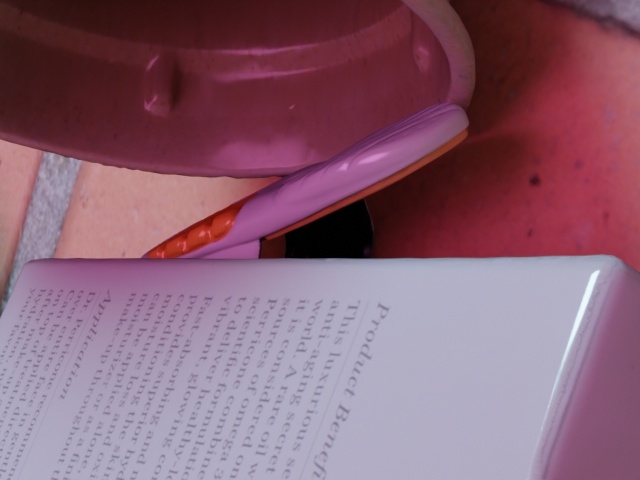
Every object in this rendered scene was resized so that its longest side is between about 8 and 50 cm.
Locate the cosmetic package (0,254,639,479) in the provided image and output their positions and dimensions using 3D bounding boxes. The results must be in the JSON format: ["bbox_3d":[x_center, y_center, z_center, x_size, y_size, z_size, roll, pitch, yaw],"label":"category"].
[{"bbox_3d":[-0.017,0.139,0.702,0.453,0.161,0.230,0,64,56],"label":"cosmetic package"}]

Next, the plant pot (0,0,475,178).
[{"bbox_3d":[-0.076,-0.231,0.812,0.334,0.334,0.305,-14,63,49],"label":"plant pot"}]

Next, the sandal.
[{"bbox_3d":[-0.007,0.004,0.829,0.265,0.102,0.076,-22,98,56],"label":"sandal"}]
